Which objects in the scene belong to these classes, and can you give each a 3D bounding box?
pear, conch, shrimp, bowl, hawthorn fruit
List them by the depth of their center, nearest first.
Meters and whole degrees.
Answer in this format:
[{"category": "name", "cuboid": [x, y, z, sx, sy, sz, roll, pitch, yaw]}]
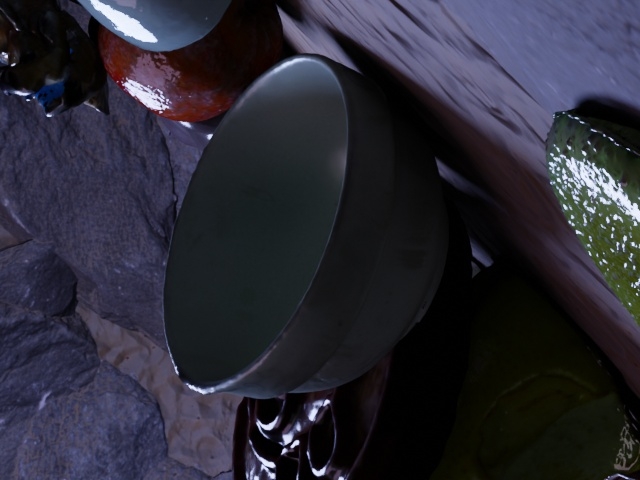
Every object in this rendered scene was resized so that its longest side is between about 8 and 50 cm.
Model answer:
[{"category": "conch", "cuboid": [-0.170, -0.259, 1.452, 0.221, 0.121, 0.185, 33, 135, 31]}, {"category": "bowl", "cuboid": [0.000, 0.000, 1.465, 0.163, 0.307, 0.307, 17, -167, -28]}, {"category": "hawthorn fruit", "cuboid": [-0.127, -0.194, 1.575, 0.173, 0.173, 0.173, 48, 177, 3]}, {"category": "pear", "cuboid": [0.163, 0.183, 1.622, 0.238, 0.255, 0.164, 55, 176, -27]}, {"category": "shrimp", "cuboid": [-0.293, -0.203, 1.779, 0.221, 0.110, 0.446, 50, -178, -20]}]

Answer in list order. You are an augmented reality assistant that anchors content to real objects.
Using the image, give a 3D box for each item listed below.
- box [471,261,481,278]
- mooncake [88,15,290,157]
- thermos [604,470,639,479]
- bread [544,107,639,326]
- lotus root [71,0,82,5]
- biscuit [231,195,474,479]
[{"category": "box", "cuboid": [0.192, 0.126, 1.972, 0.330, 0.095, 0.210, 51, 177, -30]}, {"category": "mooncake", "cuboid": [-0.119, -0.185, 1.871, 0.306, 0.154, 0.306, 46, 176, 4]}, {"category": "thermos", "cuboid": [0.376, 0.319, 1.905, 0.124, 0.099, 0.232, 11, -177, -12]}, {"category": "bread", "cuboid": [0.221, 0.045, 0.915, 0.301, 0.045, 0.301, 48, 176, 4]}, {"category": "lotus root", "cuboid": [-0.260, -0.342, 1.715, 0.349, 0.175, 0.175, 45, 177, 12]}, {"category": "biscuit", "cuboid": [0.015, 0.128, 1.653, 0.091, 0.407, 0.407, 18, -171, -22]}]
